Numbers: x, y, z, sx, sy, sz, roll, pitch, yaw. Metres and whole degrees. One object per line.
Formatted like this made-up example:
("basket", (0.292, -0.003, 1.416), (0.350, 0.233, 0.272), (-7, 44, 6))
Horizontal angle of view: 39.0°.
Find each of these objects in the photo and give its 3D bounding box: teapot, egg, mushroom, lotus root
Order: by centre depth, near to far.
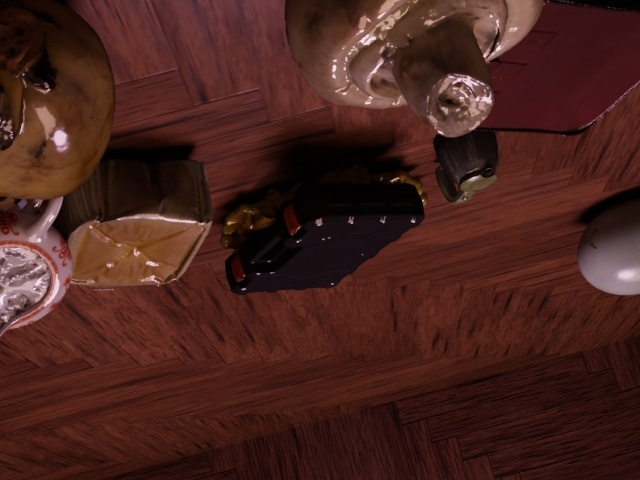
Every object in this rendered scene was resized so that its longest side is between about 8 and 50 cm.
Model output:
("mushroom", (0.099, -0.204, 0.847), (0.254, 0.234, 0.260), (-14, 158, -13))
("lotus root", (-0.298, -0.117, 0.890), (0.183, 0.182, 0.310), (-7, 159, -20))
("teapot", (-0.378, 0.026, 1.095), (0.159, 0.116, 0.245), (22, 114, -24))
("teapot", (0.223, -0.111, 1.349), (0.092, 0.090, 0.124), (-14, 158, 0))
("egg", (0.635, 0.004, 1.780), (0.264, 0.182, 0.183), (-27, 156, 10))

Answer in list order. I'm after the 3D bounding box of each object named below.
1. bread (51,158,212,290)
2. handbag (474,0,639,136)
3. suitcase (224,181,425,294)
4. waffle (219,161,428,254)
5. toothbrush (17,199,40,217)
("bread", (-0.257, -0.028, 1.205), (0.192, 0.109, 0.210), (-2, 152, -23))
("handbag", (0.290, -0.227, 1.123), (0.276, 0.084, 0.260), (-3, 156, -26))
("suitcase", (0.000, 0.001, 1.346), (0.206, 0.066, 0.285), (-3, 157, -32))
("waffle", (0.006, -0.037, 1.431), (0.312, 0.060, 0.307), (-29, 156, 32))
("toothbrush", (-0.388, -0.052, 1.174), (0.037, 0.028, 0.375), (-18, 159, -8))
